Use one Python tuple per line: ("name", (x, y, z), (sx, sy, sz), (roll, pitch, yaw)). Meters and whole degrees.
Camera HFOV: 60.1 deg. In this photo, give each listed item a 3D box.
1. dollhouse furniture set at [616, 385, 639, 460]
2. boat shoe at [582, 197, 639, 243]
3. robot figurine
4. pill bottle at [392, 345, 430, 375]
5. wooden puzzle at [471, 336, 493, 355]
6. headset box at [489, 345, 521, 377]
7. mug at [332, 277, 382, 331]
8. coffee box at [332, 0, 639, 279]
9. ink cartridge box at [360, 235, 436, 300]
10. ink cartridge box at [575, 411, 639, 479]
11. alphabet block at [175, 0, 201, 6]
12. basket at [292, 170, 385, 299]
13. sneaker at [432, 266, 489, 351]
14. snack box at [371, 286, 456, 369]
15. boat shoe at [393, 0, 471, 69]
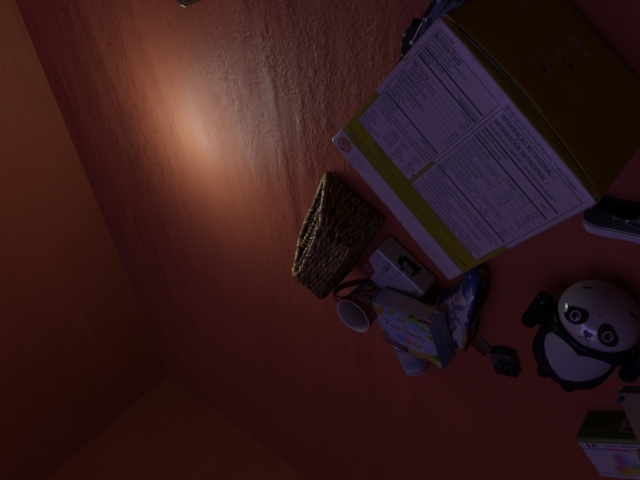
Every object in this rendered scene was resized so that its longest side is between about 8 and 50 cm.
("dollhouse furniture set", (0.749, 0.310, 1.090), (0.287, 0.198, 0.303), (66, 154, 2))
("boat shoe", (0.598, -0.043, 1.012), (0.228, 0.080, 0.076), (17, 135, 48))
("robot figurine", (0.563, 0.210, 1.186), (0.209, 0.174, 0.278), (1, 136, -5))
("pill bottle", (0.270, 0.327, 1.687), (0.087, 0.087, 0.160), (-3, 119, 48))
("wooden puzzle", (0.448, 0.293, 1.533), (0.083, 0.006, 0.049), (43, 144, 10))
("headset box", (0.496, 0.323, 1.486), (0.062, 0.032, 0.083), (4, 126, 46))
("mug", (0.131, 0.157, 1.611), (0.150, 0.169, 0.113), (46, 145, 6))
("coffee box", (0.300, -0.198, 0.959), (0.338, 0.337, 0.334), (50, 145, 2))
("ink cartridge box", (0.215, 0.094, 1.544), (0.175, 0.072, 0.127), (44, 145, 8))
("ink cartridge box", (0.775, 0.539, 1.327), (0.255, 0.097, 0.188), (55, 144, -7))
("alphabet block", (-0.300, -0.701, 1.278), (0.193, 0.192, 0.197), (45, 145, 10))
("basket", (0.000, 0.000, 1.571), (0.223, 0.213, 0.299), (42, 144, 10))
("sneaker", (0.349, 0.170, 1.438), (0.131, 0.112, 0.297), (29, 139, 27))
("snack box", (0.252, 0.236, 1.503), (0.207, 0.070, 0.175), (19, 141, 45))
("boat shoe", (0.214, -0.401, 1.074), (0.091, 0.114, 0.302), (48, 133, 1))
